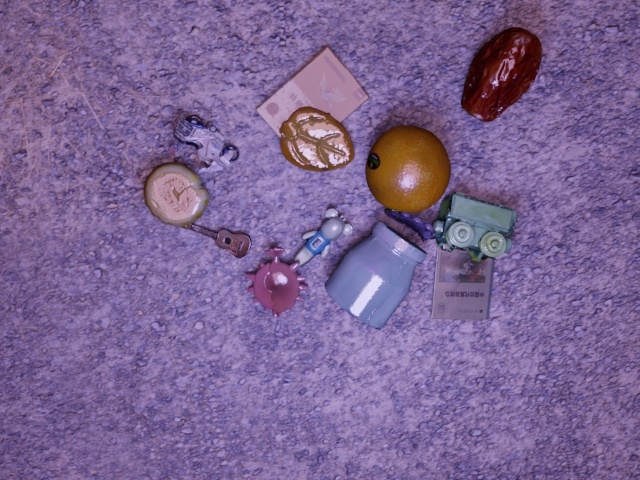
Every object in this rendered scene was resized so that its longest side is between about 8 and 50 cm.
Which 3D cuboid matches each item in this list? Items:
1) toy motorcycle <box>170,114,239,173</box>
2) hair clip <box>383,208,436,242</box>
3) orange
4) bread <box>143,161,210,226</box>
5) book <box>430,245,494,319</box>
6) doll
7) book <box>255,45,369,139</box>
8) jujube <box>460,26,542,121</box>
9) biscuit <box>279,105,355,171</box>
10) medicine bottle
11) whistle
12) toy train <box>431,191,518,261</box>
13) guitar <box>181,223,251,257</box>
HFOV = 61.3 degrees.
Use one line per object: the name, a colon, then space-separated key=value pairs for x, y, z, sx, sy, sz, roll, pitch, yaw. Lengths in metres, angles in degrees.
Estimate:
toy motorcycle: x=-0.382 y=-0.300 z=1.748 sx=0.221 sy=0.102 sz=0.150 roll=39 pitch=77 yaw=-11
hair clip: x=0.291 y=-0.050 z=1.775 sx=0.195 sy=0.124 sz=0.052 roll=31 pitch=77 yaw=27
orange: x=0.274 y=-0.224 z=1.692 sx=0.274 sy=0.274 sz=0.274 roll=0 pitch=101 yaw=-1
bread: x=-0.472 y=-0.148 z=1.766 sx=0.213 sy=0.105 sz=0.213 roll=-1 pitch=97 yaw=-10
book: x=0.498 y=0.139 z=1.888 sx=0.215 sy=0.025 sz=0.282 roll=1 pitch=100 yaw=-3
doll: x=-0.149 y=0.144 z=1.836 sx=0.211 sy=0.093 sz=0.262 roll=-4 pitch=109 yaw=6
book: x=-0.026 y=-0.445 z=1.761 sx=0.310 sy=0.021 sz=0.217 roll=-40 pitch=100 yaw=7
jujube: x=0.561 y=-0.513 z=1.682 sx=0.197 sy=0.197 sz=0.290 roll=27 pitch=114 yaw=-6
biscuit: x=-0.009 y=-0.320 z=1.756 sx=0.260 sy=0.041 sz=0.203 roll=24 pitch=100 yaw=-5
medicine bottle: x=0.188 y=0.103 z=1.761 sx=0.245 sy=0.245 sz=0.290 roll=35 pitch=99 yaw=-8
whistle: x=0.000 y=0.000 z=1.827 sx=0.114 sy=0.077 sz=0.236 roll=45 pitch=103 yaw=-2
toy train: x=0.502 y=-0.041 z=1.780 sx=0.272 sy=0.159 sz=0.188 roll=14 pitch=83 yaw=-3
guitar: x=-0.365 y=-0.020 z=1.829 sx=0.271 sy=0.038 sz=0.083 roll=21 pitch=95 yaw=-1
